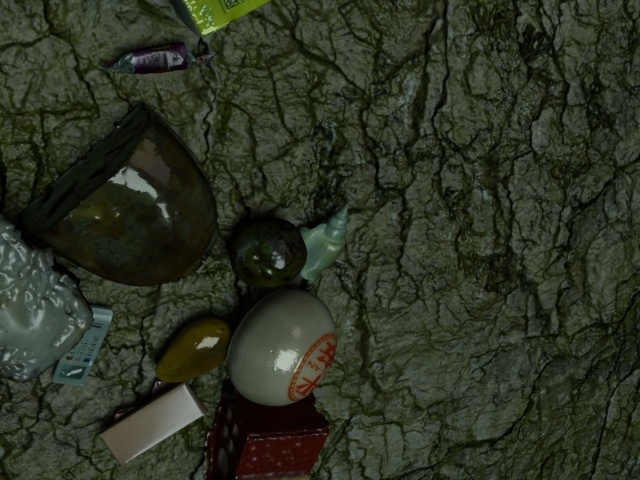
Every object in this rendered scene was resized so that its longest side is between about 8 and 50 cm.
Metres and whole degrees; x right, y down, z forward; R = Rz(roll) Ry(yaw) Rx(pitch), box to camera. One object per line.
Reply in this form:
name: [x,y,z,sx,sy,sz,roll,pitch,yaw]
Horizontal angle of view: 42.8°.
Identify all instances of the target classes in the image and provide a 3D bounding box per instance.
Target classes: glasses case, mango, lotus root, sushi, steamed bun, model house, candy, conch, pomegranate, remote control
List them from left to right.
sushi: [-0.480,0.062,1.223,0.196,0.182,0.343,-39,132,-7]
remote control: [-0.416,0.181,1.421,0.061,0.029,0.162,15,114,-31]
lotus root: [-0.281,-0.025,1.300,0.267,0.149,0.260,-41,128,3]
glasses case: [-0.323,0.328,1.542,0.194,0.070,0.102,-32,100,-5]
candy: [-0.245,-0.275,1.233,0.175,0.045,0.043,-12,109,-22]
mango: [-0.231,0.204,1.502,0.161,0.076,0.103,-36,134,-3]
model house: [-0.119,0.421,1.636,0.196,0.160,0.253,2,118,-30]
pomegranate: [-0.086,0.034,1.447,0.138,0.125,0.163,-11,138,16]
steamed bun: [-0.055,0.210,1.516,0.232,0.145,0.231,-34,140,-35]
conch: [0.005,0.004,1.513,0.088,0.065,0.180,11,114,-42]

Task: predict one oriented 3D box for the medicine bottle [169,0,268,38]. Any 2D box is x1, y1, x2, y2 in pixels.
medicine bottle: [-0.118,-0.419,1.159,0.250,0.141,0.137,-32,131,-8]
